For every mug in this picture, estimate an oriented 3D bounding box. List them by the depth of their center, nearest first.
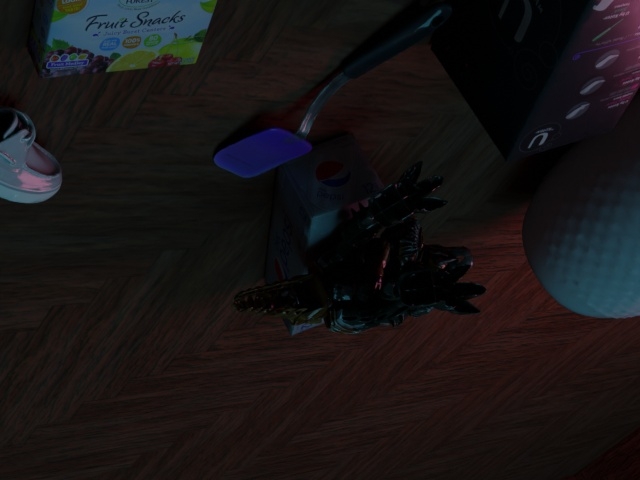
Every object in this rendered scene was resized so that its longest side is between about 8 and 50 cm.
[{"bbox_3d":[0.464,-0.066,1.524,0.328,0.276,0.374,-37,-176,39],"label":"mug"}]

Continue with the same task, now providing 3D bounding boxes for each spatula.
[{"bbox_3d":[0.013,-0.150,1.150,0.296,0.030,0.084,-38,150,20],"label":"spatula"}]

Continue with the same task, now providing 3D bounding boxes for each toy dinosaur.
[{"bbox_3d":[0.056,0.049,1.230,0.322,0.164,0.218,-36,-179,-41],"label":"toy dinosaur"}]

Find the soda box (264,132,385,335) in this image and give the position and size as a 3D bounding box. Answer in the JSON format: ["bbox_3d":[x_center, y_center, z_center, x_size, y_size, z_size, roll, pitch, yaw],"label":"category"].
[{"bbox_3d":[0.000,0.000,1.343,0.098,0.091,0.286,-20,153,-17],"label":"soda box"}]

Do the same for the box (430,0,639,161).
[{"bbox_3d":[0.231,-0.228,1.066,0.143,0.165,0.270,-18,152,-22],"label":"box"}]

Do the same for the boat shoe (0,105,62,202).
[{"bbox_3d":[-0.278,-0.087,0.955,0.063,0.066,0.184,-36,144,18],"label":"boat shoe"}]

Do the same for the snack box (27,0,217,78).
[{"bbox_3d":[-0.158,-0.183,0.914,0.141,0.037,0.100,-12,149,-30],"label":"snack box"}]
